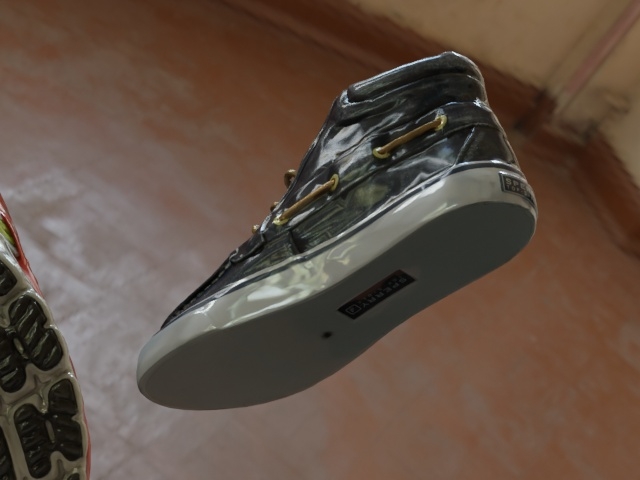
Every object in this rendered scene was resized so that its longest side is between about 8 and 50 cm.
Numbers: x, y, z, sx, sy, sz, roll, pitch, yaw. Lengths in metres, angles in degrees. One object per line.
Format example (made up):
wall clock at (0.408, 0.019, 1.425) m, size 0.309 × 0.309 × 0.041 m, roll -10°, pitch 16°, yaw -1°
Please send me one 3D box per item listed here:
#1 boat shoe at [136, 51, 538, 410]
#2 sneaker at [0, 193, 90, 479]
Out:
boat shoe at (0.000, 0.000, 0.606) m, size 0.065 × 0.183 × 0.083 m, roll 38°, pitch 31°, yaw -45°
sneaker at (-0.175, 0.032, 0.758) m, size 0.118 × 0.107 × 0.279 m, roll 39°, pitch 27°, yaw -74°
